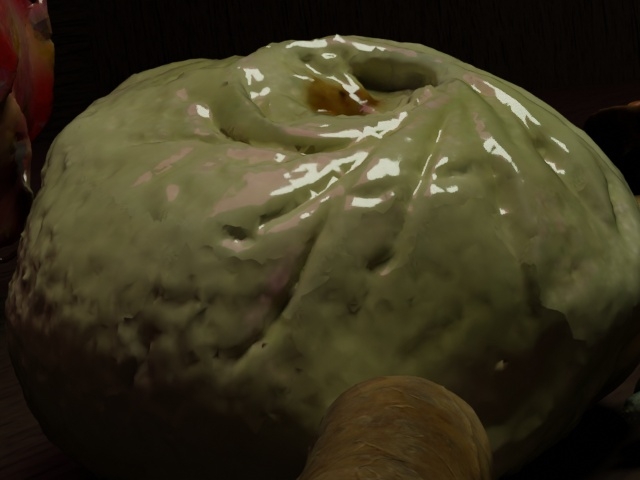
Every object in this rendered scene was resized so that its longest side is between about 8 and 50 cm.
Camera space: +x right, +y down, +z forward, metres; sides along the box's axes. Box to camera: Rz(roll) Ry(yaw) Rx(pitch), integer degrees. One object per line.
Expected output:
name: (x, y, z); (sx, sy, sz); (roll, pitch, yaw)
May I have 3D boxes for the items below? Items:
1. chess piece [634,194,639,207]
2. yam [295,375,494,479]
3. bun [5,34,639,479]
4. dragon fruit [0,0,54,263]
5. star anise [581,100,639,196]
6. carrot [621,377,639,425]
chess piece: (0.185, 0.012, 0.700); (0.122, 0.066, 0.066); (1, 10, 13)
yam: (-0.004, 0.089, 0.326); (0.066, 0.066, 0.299); (-5, 6, 15)
bun: (0.000, 0.000, 0.576); (0.243, 0.153, 0.244); (1, 13, 0)
dragon fruit: (-0.329, -0.086, 0.926); (0.386, 0.371, 0.249); (34, -9, -29)
star anise: (0.163, -0.034, 0.745); (0.212, 0.054, 0.157); (22, -32, -12)
carrot: (0.158, 0.050, 0.559); (0.142, 0.035, 0.035); (-8, 7, -40)
